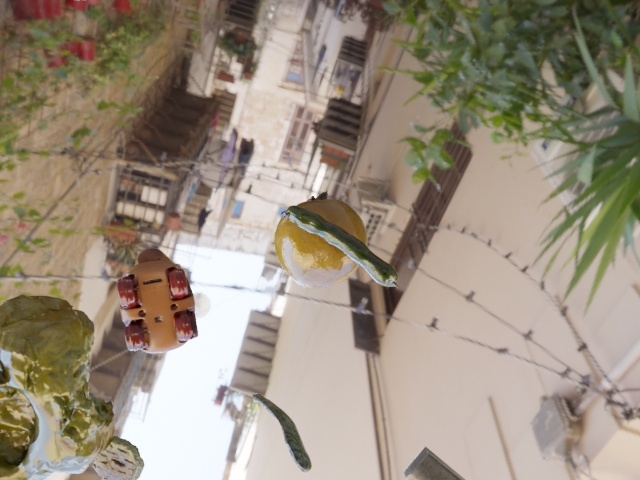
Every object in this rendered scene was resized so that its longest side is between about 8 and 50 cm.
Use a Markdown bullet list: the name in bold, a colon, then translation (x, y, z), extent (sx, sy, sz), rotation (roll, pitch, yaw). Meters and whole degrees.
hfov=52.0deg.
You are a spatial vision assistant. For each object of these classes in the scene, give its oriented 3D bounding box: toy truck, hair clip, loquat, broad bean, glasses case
- **toy truck**: translation (-0.434, 0.157, 1.753), extent (0.189, 0.264, 0.239), rotation (-10, -172, -11)
- **hair clip**: translation (-0.078, 0.384, 1.349), extent (0.066, 0.036, 0.229), rotation (34, -173, -44)
- **loquat**: translation (0.000, 0.000, 1.413), extent (0.208, 0.208, 0.208), rotation (16, -149, -9)
- **broad bean**: translation (0.042, 0.008, 1.208), extent (0.256, 0.052, 0.052), rotation (33, -145, -5)
- **glasses case**: translation (0.261, 0.492, 1.264), extent (0.205, 0.070, 0.047), rotation (40, -179, -2)

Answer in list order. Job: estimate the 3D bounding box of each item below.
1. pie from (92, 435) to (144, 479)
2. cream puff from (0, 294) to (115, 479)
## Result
- **pie**: translation (-0.291, 0.317, 0.943), extent (0.085, 0.084, 0.020), rotation (22, -156, 1)
- **cream puff**: translation (-0.402, 0.204, 0.873), extent (0.185, 0.281, 0.282), rotation (-16, -134, -45)
